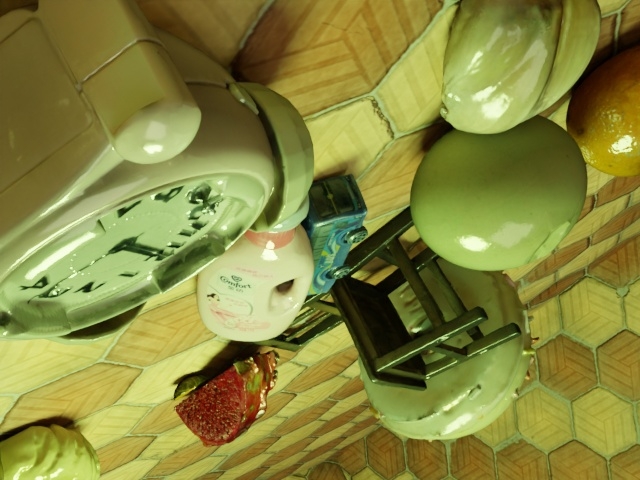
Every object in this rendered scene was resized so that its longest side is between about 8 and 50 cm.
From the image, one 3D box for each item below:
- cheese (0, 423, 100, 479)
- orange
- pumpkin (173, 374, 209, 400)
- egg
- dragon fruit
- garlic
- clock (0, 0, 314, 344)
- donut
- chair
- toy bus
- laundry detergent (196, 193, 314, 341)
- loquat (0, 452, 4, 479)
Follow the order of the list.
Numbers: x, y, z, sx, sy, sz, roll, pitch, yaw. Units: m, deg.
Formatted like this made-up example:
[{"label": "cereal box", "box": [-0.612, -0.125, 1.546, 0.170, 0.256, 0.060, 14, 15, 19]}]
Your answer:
[{"label": "cheese", "box": [-0.508, 0.409, 1.233, 0.225, 0.117, 0.214, -22, 151, -7]}, {"label": "orange", "box": [0.490, -0.197, 1.077, 0.224, 0.170, 0.224, -26, 159, -10]}, {"label": "pumpkin", "box": [-0.254, 0.279, 1.369, 0.083, 0.028, 0.050, -17, 160, -50]}, {"label": "egg", "box": [0.251, -0.069, 0.995, 0.269, 0.219, 0.219, -19, 155, -18]}, {"label": "dragon fruit", "box": [-0.150, 0.308, 1.395, 0.161, 0.126, 0.274, -23, 167, -49]}, {"label": "garlic", "box": [0.238, -0.205, 0.844, 0.217, 0.110, 0.228, -23, 157, -25]}, {"label": "clock", "box": [-0.185, -0.037, 0.607, 0.342, 0.184, 0.326, -29, 162, 11]}, {"label": "donut", "box": [0.245, 0.208, 1.384, 0.382, 0.383, 0.142, -39, 131, 23]}, {"label": "chair", "box": [0.095, 0.166, 1.251, 0.416, 0.241, 0.203, -38, 149, 19]}, {"label": "toy bus", "box": [-0.001, 0.003, 1.027, 0.094, 0.079, 0.237, -17, 154, -22]}, {"label": "laundry detergent", "box": [-0.082, 0.031, 0.953, 0.158, 0.088, 0.335, 5, 147, -12]}, {"label": "loquat", "box": [-0.535, 0.314, 0.925, 0.179, 0.179, 0.227, -41, 147, 25]}]
